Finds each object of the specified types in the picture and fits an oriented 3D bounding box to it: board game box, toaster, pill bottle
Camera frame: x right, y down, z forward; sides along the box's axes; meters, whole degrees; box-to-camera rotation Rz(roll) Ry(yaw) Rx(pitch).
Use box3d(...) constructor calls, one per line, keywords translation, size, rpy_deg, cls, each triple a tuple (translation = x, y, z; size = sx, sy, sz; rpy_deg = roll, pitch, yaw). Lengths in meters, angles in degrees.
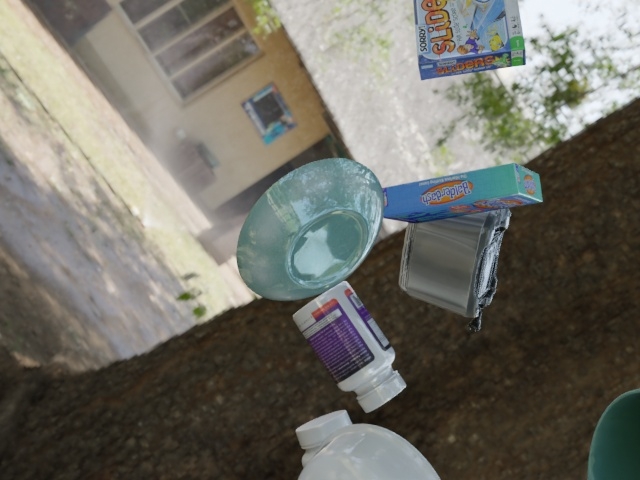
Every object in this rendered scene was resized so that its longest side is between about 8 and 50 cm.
box3d(translation=(0.192, -0.308, 1.148), size=(0.035, 0.136, 0.201), rpy_deg=(65, 20, -58), cls="board game box")
box3d(translation=(0.223, 0.028, 1.465), size=(0.146, 0.129, 0.227), rpy_deg=(17, -66, 25), cls="toaster")
box3d(translation=(0.050, 0.171, 1.381), size=(0.193, 0.108, 0.108), rpy_deg=(56, -3, 6), cls="pill bottle")
box3d(translation=(0.208, -0.067, 1.292), size=(0.160, 0.210, 0.047), rpy_deg=(5, 77, -63), cls="board game box")
box3d(translation=(0.038, 0.417, 1.542), size=(0.119, 0.119, 0.209), rpy_deg=(99, -31, -86), cls="pill bottle")

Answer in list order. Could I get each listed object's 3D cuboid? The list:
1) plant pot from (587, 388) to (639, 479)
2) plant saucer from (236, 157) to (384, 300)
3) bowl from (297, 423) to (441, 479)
box3d(translation=(0.525, 0.335, 1.114), size=(0.293, 0.235, 0.293), rpy_deg=(-179, -90, -75), cls="plant pot")
box3d(translation=(0.000, 0.000, 0.980), size=(0.037, 0.195, 0.195), rpy_deg=(47, -8, 42), cls="plant saucer")
box3d(translation=(0.053, 0.443, 1.332), size=(0.134, 0.298, 0.298), rpy_deg=(-11, 59, -47), cls="bowl")
